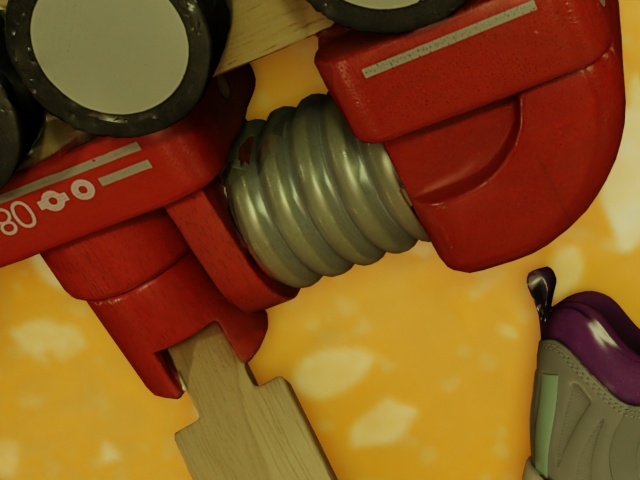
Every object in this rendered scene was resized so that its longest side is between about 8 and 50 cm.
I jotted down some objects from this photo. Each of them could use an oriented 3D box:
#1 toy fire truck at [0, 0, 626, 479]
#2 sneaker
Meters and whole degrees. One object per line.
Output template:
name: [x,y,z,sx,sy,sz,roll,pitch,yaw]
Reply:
toy fire truck: [0.000,0.000,0.466,0.217,0.158,0.246,-19,118,20]
sneaker: [0.171,0.051,0.465,0.223,0.083,0.098,-2,98,12]
